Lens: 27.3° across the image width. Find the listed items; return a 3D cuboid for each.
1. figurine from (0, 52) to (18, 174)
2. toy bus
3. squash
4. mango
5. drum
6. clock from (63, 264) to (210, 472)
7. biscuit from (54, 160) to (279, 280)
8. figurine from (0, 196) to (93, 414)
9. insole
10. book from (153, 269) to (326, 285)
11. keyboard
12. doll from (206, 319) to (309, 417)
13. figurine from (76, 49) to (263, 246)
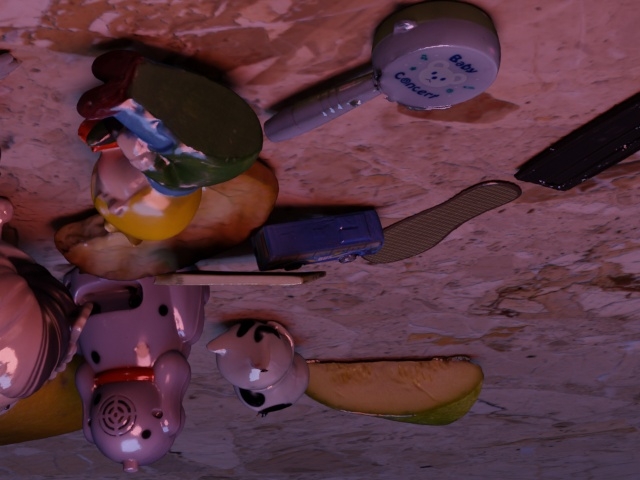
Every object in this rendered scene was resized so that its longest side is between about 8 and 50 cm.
[{"bbox_3d":[-0.343,-0.124,1.135,0.193,0.140,0.265,-8,176,-32],"label":"figurine"},{"bbox_3d":[0.000,0.000,1.495,0.153,0.051,0.061,-9,166,-22],"label":"toy bus"},{"bbox_3d":[0.097,0.220,1.968,0.252,0.093,0.169,15,151,-34],"label":"squash"},{"bbox_3d":[-0.444,0.189,1.730,0.365,0.182,0.253,17,147,-34],"label":"mango"},{"bbox_3d":[0.042,-0.152,1.210,0.253,0.049,0.130,-13,154,21],"label":"drum"},{"bbox_3d":[-0.226,0.164,1.630,0.189,0.254,0.189,-5,160,-2],"label":"clock"},{"bbox_3d":[-0.159,-0.020,1.478,0.299,0.045,0.154,-21,151,31],"label":"biscuit"},{"bbox_3d":[-0.448,0.131,1.450,0.361,0.211,0.253,-32,175,17],"label":"figurine"},{"bbox_3d":[0.135,-0.018,1.561,0.086,0.005,0.253,15,150,-35],"label":"insole"},{"bbox_3d":[-0.088,0.042,1.518,0.168,0.013,0.192,0,-179,9],"label":"book"},{"bbox_3d":[0.312,-0.111,1.369,0.087,0.017,0.250,12,152,-32],"label":"keyboard"},{"bbox_3d":[-0.083,0.174,1.838,0.110,0.107,0.180,12,154,19],"label":"doll"},{"bbox_3d":[-0.178,-0.082,1.263,0.185,0.127,0.234,19,158,-30],"label":"figurine"}]
